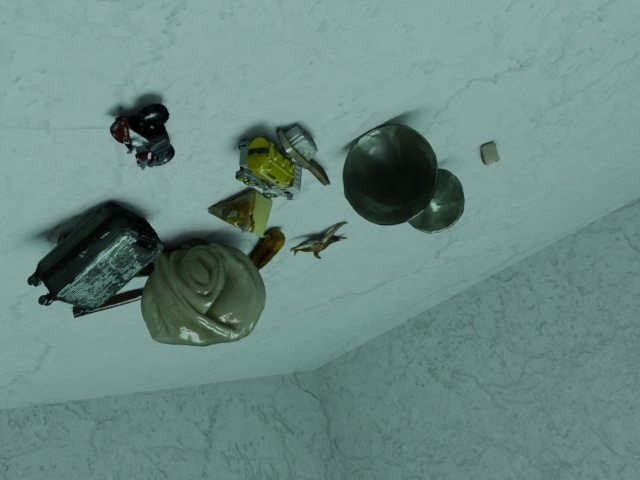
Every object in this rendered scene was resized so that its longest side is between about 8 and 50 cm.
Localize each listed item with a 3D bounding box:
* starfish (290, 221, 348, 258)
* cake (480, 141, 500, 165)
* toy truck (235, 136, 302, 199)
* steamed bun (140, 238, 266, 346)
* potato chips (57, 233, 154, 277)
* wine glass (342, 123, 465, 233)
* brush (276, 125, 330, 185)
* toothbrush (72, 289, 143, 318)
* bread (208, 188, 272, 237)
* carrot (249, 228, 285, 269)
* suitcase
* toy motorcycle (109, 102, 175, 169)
[{"bbox_3d":[0.003,0.008,2.353,0.238,0.056,0.213,-34,162,37],"label":"starfish"},{"bbox_3d":[0.522,-0.254,2.121,0.052,0.065,0.121,-19,167,9],"label":"cake"},{"bbox_3d":[-0.121,-0.172,1.674,0.114,0.097,0.227,-1,166,23],"label":"toy truck"},{"bbox_3d":[-0.353,0.136,2.052,0.368,0.342,0.255,-6,132,-14],"label":"steamed bun"},{"bbox_3d":[-0.617,0.061,1.964,0.080,0.057,0.407,-21,159,18],"label":"potato chips"},{"bbox_3d":[0.255,-0.142,1.921,0.267,0.267,0.406,-26,162,20],"label":"wine glass"},{"bbox_3d":[-0.023,-0.214,1.761,0.065,0.070,0.327,-32,159,8],"label":"brush"},{"bbox_3d":[-0.650,0.195,2.306,0.364,0.040,0.041,-15,159,-7],"label":"toothbrush"},{"bbox_3d":[-0.222,-0.080,1.934,0.152,0.127,0.147,10,173,25],"label":"bread"},{"bbox_3d":[-0.186,0.039,2.262,0.070,0.070,0.260,-6,159,-29],"label":"carrot"},{"bbox_3d":[-0.576,0.050,1.774,0.312,0.128,0.202,-40,156,5],"label":"suitcase"},{"bbox_3d":[-0.370,-0.209,1.444,0.123,0.082,0.213,-15,158,-12],"label":"toy motorcycle"}]
